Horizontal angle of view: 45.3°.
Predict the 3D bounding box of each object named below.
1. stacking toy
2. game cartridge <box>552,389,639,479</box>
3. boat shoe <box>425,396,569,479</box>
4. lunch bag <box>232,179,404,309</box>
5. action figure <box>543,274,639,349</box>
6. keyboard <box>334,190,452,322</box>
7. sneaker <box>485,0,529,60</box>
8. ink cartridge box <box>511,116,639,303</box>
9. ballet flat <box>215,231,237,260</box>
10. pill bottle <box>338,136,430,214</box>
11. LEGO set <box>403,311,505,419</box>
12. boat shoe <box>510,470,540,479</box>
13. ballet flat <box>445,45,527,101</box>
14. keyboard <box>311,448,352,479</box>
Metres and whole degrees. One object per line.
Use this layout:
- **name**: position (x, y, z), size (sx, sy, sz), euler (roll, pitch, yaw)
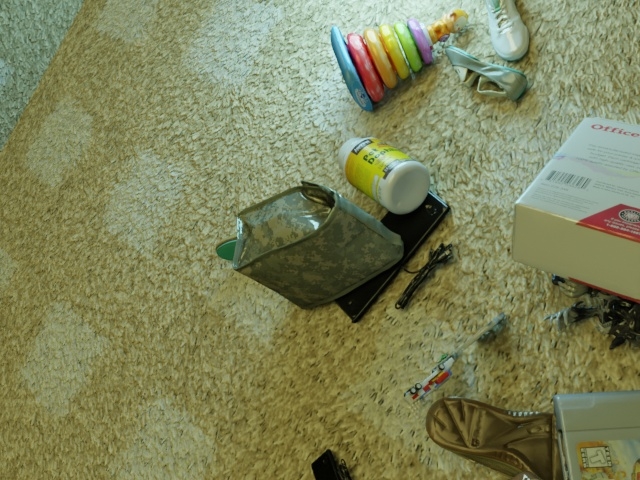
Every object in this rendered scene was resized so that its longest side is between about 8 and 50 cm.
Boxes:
- **stacking toy**: position (0.189, -0.429, 1.703), size (0.302, 0.175, 0.165), euler (-23, 61, 10)
- **game cartridge**: position (0.486, 0.385, 1.202), size (0.198, 0.062, 0.297), euler (-6, 70, 7)
- **boat shoe**: position (0.353, 0.353, 1.320), size (0.341, 0.110, 0.121), euler (17, 72, 19)
- **lunch bag**: position (0.000, 0.000, 1.574), size (0.287, 0.235, 0.169), euler (-22, 51, 33)
- **action figure**: position (0.454, 0.093, 1.316), size (0.141, 0.164, 0.275), euler (-17, 49, -18)
- **keyboard**: position (0.161, 0.045, 1.606), size (0.317, 0.033, 0.201), euler (-51, 47, 9)
- **sneaker**: position (0.378, -0.478, 1.609), size (0.080, 0.094, 0.212), euler (-18, 64, 26)
- **ink cartridge box**: position (0.482, -0.063, 1.263), size (0.226, 0.131, 0.306), euler (20, 45, 32)
- **ballet flat**: position (-0.141, -0.004, 1.811), size (0.232, 0.080, 0.073), euler (-10, 40, 28)
- **pill bottle**: position (0.127, -0.146, 1.629), size (0.117, 0.117, 0.215), euler (-56, 41, 4)
- **LEGO set**: position (0.242, 0.233, 1.404), size (0.244, 0.182, 0.060), euler (-43, 77, 17)
- **boat shoe**: position (0.307, 0.516, 1.260), size (0.116, 0.123, 0.324), euler (-114, 41, -56)
- **ballet flat**: position (0.332, -0.347, 1.607), size (0.213, 0.072, 0.068), euler (33, 97, 37)
- **keyboard**: position (0.046, 0.511, 1.522), size (0.100, 0.038, 0.192), euler (-50, 51, 38)
